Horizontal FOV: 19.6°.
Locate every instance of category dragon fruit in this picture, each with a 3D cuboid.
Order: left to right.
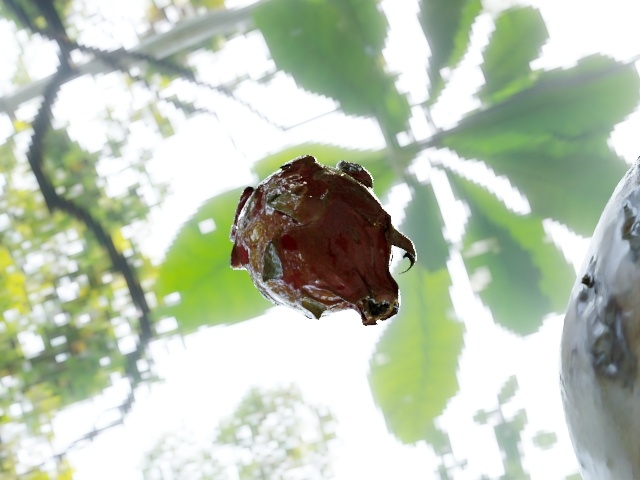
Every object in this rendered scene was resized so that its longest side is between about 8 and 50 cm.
[{"bbox_3d":[0.000,0.000,1.496,0.136,0.166,0.133,-36,-33,-16],"label":"dragon fruit"}]

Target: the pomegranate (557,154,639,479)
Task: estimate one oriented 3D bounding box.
[{"bbox_3d":[0.258,0.068,0.805,0.322,0.322,0.322,28,-127,-45],"label":"pomegranate"}]
